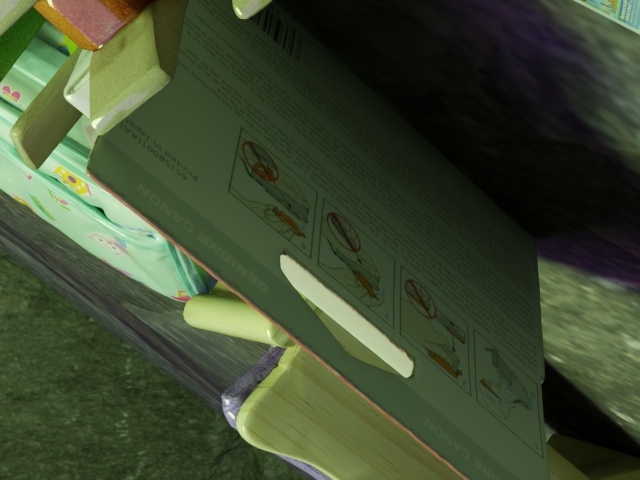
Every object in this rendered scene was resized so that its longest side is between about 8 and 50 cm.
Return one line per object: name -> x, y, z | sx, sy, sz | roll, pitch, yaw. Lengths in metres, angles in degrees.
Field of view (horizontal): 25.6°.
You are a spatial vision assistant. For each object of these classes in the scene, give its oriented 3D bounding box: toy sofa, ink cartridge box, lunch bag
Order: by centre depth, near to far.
ink cartridge box -> 0.000, 0.000, 0.665 | 0.275, 0.060, 0.239 | 40, -150, -22
toy sofa -> 0.070, 0.140, 1.039 | 0.362, 0.177, 0.150 | 40, 166, -23
lunch bag -> -0.185, -0.076, 1.052 | 0.279, 0.108, 0.224 | 32, 167, 14

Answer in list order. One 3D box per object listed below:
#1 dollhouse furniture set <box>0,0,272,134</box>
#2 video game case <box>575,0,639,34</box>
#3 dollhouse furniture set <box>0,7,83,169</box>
dollhouse furniture set -> -0.159, -0.162, 0.516 | 0.259, 0.135, 0.262 | -34, 118, 29
video game case -> 0.104, -0.098, 0.473 | 0.122, 0.011, 0.087 | 31, 167, 16
dollhouse furniture set -> -0.253, -0.178, 0.761 | 0.301, 0.151, 0.197 | 34, 167, 6
